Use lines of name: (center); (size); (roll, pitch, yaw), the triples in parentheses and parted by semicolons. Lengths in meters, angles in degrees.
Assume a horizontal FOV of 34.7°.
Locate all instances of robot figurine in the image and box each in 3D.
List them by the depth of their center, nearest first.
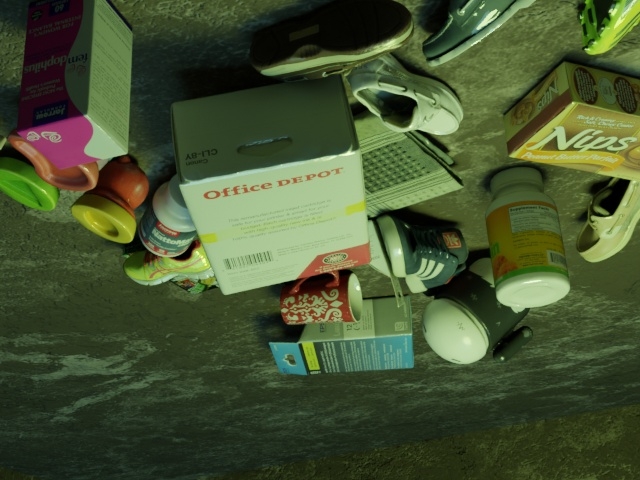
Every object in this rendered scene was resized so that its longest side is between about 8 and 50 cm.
robot figurine: (0.349, 0.149, 2.264); (0.209, 0.278, 0.173); (22, 145, 49)

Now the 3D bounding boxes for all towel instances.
towel: (0.062, -0.131, 1.883); (0.324, 0.056, 0.312); (-17, 148, 30)

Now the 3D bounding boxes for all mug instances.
mug: (-0.003, 0.122, 2.351); (0.169, 0.150, 0.113); (-8, -170, 18)

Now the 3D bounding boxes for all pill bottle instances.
pill bottle: (-0.269, -0.052, 1.920); (0.108, 0.108, 0.180); (7, 152, -21)
pill bottle: (0.384, -0.009, 1.935); (0.136, 0.245, 0.136); (-3, 154, -1)

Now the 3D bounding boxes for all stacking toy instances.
stacking toy: (-0.443, -0.147, 1.761); (0.279, 0.130, 0.309); (18, 155, 16)

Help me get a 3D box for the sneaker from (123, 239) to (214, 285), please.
sneaker: (-0.308, 0.030, 2.058); (0.208, 0.081, 0.094); (-8, 143, 17)

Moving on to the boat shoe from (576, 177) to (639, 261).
boat shoe: (0.574, -0.064, 2.018); (0.098, 0.109, 0.302); (10, 146, -15)

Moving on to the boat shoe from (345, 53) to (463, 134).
boat shoe: (0.133, -0.215, 1.649); (0.098, 0.096, 0.277); (-27, 146, 37)

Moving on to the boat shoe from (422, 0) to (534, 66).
boat shoe: (0.235, -0.350, 1.427); (0.099, 0.116, 0.319); (50, 145, -6)

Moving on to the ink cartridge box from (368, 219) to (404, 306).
ink cartridge box: (0.118, 0.049, 2.048); (0.045, 0.179, 0.145); (-16, 177, 9)

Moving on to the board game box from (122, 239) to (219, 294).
board game box: (-0.294, 0.050, 2.217); (0.136, 0.030, 0.260); (-18, 151, 23)

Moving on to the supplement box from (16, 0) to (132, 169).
supplement box: (-0.337, -0.225, 1.424); (0.111, 0.220, 0.114); (-12, 153, 16)

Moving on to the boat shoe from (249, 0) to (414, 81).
boat shoe: (0.027, -0.287, 1.504); (0.257, 0.095, 0.095); (-4, 160, 29)

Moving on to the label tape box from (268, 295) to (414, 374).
label tape box: (0.057, 0.243, 2.569); (0.348, 0.115, 0.249); (-3, 154, 4)

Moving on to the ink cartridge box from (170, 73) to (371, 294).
ink cartridge box: (-0.071, -0.085, 1.698); (0.279, 0.160, 0.384); (-11, 152, -1)

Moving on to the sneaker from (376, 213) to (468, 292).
sneaker: (0.217, 0.011, 2.092); (0.148, 0.131, 0.350); (-19, 164, 11)

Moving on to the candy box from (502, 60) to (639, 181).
candy box: (0.496, -0.194, 1.750); (0.316, 0.087, 0.183); (9, 151, -23)

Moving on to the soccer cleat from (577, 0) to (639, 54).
soccer cleat: (0.449, -0.350, 1.421); (0.121, 0.093, 0.289); (-3, 154, -12)
